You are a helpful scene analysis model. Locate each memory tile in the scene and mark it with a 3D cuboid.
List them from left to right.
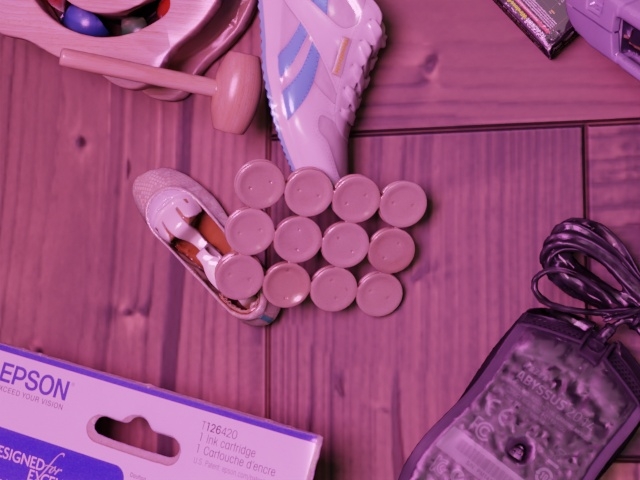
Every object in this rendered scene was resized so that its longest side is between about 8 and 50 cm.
[{"bbox_3d":[0.000,0.000,0.897,0.148,0.012,0.113,8,108,-14],"label":"memory tile"}]

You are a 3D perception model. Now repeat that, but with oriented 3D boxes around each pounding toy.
[{"bbox_3d":[-0.148,-0.199,0.924,0.269,0.155,0.154,24,95,16],"label":"pounding toy"}]

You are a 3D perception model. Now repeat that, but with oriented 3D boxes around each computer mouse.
[{"bbox_3d":[0.165,0.137,0.865,0.188,0.072,0.272,42,86,13],"label":"computer mouse"}]

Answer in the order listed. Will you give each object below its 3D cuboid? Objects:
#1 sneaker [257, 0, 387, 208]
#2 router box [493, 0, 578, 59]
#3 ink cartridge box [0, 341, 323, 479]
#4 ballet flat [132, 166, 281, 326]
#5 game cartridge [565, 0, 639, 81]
[{"bbox_3d":[0.006,-0.139,0.917,0.092,0.087,0.228,-7,87,6],"label":"sneaker"},{"bbox_3d":[0.167,-0.212,0.904,0.092,0.038,0.122,-42,76,7],"label":"router box"},{"bbox_3d":[-0.159,0.262,0.910,0.304,0.072,0.307,12,80,26],"label":"ink cartridge box"},{"bbox_3d":[-0.093,0.000,0.947,0.168,0.052,0.057,44,97,14],"label":"ballet flat"},{"bbox_3d":[0.320,-0.123,0.754,0.196,0.060,0.294,-26,43,-13],"label":"game cartridge"}]
